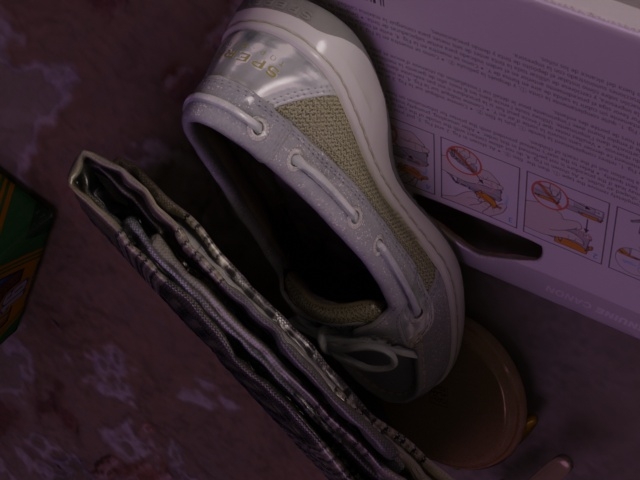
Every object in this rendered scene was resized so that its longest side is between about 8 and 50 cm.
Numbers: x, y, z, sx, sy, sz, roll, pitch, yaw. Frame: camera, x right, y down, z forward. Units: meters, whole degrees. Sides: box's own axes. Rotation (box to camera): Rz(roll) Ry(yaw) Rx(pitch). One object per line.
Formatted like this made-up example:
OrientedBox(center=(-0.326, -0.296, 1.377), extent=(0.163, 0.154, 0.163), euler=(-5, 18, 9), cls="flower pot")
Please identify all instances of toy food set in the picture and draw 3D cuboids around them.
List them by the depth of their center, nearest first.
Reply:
OrientedBox(center=(0.088, 0.100, 1.078), extent=(0.192, 0.038, 0.132), euler=(52, 133, 6), cls="toy food set")

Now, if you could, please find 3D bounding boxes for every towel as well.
OrientedBox(center=(-0.038, 0.067, 1.023), extent=(0.312, 0.056, 0.324), euler=(48, 174, -2), cls="towel")

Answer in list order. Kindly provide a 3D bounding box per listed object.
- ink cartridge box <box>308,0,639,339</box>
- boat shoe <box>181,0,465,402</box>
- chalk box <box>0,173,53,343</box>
OrientedBox(center=(0.101, -0.078, 0.892), extent=(0.296, 0.066, 0.261), euler=(24, 151, 20), cls="ink cartridge box")
OrientedBox(center=(0.002, 0.000, 0.942), extent=(0.118, 0.103, 0.320), euler=(18, 147, 31), cls="boat shoe")
OrientedBox(center=(-0.374, 0.056, 1.197), extent=(0.180, 0.289, 0.179), euler=(36, 138, 7), cls="chalk box")
